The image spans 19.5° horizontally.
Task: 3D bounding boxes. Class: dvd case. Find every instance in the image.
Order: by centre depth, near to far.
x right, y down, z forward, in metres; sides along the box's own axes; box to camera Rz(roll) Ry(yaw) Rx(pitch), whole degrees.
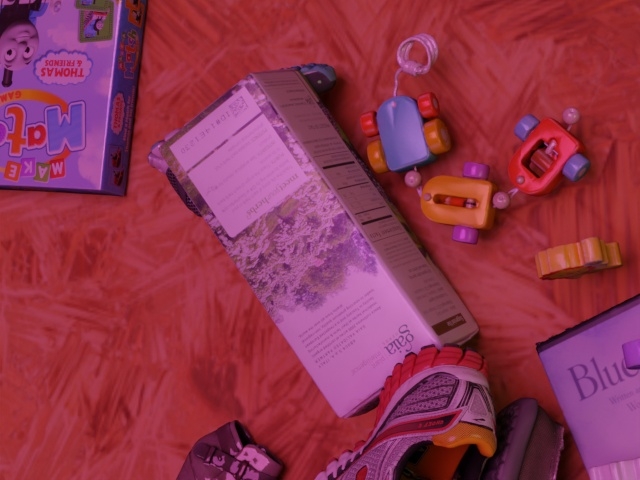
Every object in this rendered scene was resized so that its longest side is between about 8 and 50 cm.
[{"bbox_3d":[0.266,0.145,1.220,0.180,0.022,0.253,-29,70,23],"label":"dvd case"}]

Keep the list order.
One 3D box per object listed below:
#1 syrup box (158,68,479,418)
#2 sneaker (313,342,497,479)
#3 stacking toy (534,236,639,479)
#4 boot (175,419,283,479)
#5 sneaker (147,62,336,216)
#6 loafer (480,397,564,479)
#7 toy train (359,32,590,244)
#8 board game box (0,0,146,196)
[{"bbox_3d":[0.000,0.000,1.317,0.093,0.096,0.237,-38,83,20],"label":"syrup box"},{"bbox_3d":[0.049,0.177,1.261,0.093,0.088,0.225,-103,32,-51],"label":"sneaker"},{"bbox_3d":[0.257,0.060,1.195,0.221,0.052,0.167,-17,75,25],"label":"stacking toy"},{"bbox_3d":[-0.059,0.196,1.386,0.087,0.042,0.118,-46,71,7],"label":"boot"},{"bbox_3d":[-0.048,-0.075,1.413,0.166,0.065,0.076,-31,86,26],"label":"sneaker"},{"bbox_3d":[0.135,0.232,1.256,0.087,0.094,0.251,12,81,-13],"label":"loafer"},{"bbox_3d":[0.110,-0.068,1.325,0.166,0.046,0.125,38,101,24],"label":"toy train"},{"bbox_3d":[-0.222,-0.145,1.522,0.160,0.039,0.211,3,85,29],"label":"board game box"}]
